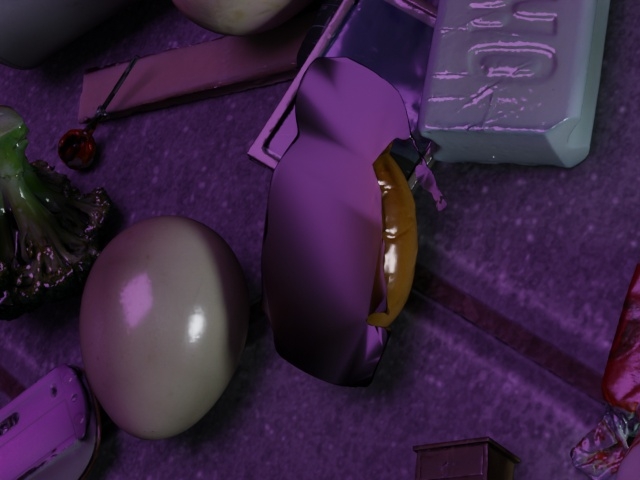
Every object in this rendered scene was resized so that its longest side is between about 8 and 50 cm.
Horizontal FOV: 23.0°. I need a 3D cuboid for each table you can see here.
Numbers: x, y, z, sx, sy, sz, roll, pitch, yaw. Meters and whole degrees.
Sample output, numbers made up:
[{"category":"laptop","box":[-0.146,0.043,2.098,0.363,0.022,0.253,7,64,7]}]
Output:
[{"category":"table","box":[0.141,0.244,1.523,0.083,0.070,0.082,-12,60,30]}]

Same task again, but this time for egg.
[{"category":"egg","box":[-0.175,0.097,1.755,0.189,0.188,0.253,-5,71,34]}]

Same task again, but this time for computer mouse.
[{"category":"computer mouse","box":[-0.378,0.274,1.887,0.310,0.072,0.158,-37,49,15]}]

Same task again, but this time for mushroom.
[{"category":"mushroom","box":[-0.086,-0.360,1.869,0.202,0.246,0.246,45,98,6]}]

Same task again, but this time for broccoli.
[{"category":"broccoli","box":[-0.384,-0.046,1.951,0.254,0.269,0.269,-8,55,-9]}]

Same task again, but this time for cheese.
[{"category":"cheese","box":[-0.153,-0.216,2.011,0.400,0.034,0.085,-11,65,33]}]

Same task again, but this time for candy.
[{"category":"candy","box":[0.317,0.094,1.481,0.086,0.059,0.292,15,77,39]},{"category":"candy","box":[-0.284,-0.168,2.045,0.055,0.049,0.184,44,112,18]}]

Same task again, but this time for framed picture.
[{"category":"framed picture","box":[0.061,-0.156,1.765,0.189,0.023,0.260,32,85,11]}]

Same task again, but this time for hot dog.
[{"category":"hot dog","box":[0.043,-0.017,1.675,0.194,0.107,0.326,20,96,19]}]

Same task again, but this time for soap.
[{"category":"soap","box":[0.213,-0.225,1.677,0.173,0.095,0.289,4,68,20]}]

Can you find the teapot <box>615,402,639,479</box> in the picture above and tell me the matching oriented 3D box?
[{"category":"teapot","box":[0.330,0.247,1.348,0.159,0.116,0.245,-47,70,35]}]

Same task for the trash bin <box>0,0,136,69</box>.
[{"category":"trash bin","box":[-0.331,-0.418,2.089,0.432,0.280,0.280,-25,54,20]}]

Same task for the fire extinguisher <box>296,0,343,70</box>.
[{"category":"fire extinguisher","box":[0.048,-0.265,1.851,0.311,0.095,0.114,-64,4,-11]}]
